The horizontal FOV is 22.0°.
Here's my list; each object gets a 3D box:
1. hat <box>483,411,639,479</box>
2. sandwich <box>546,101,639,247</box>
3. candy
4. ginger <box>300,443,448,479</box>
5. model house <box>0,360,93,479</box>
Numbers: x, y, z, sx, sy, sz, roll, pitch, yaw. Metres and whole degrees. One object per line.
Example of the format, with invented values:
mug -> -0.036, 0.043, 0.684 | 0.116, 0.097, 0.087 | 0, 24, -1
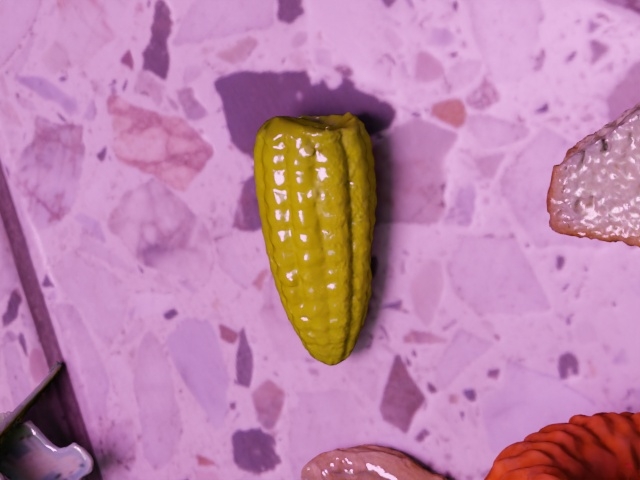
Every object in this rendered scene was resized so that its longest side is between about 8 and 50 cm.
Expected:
hat -> 0.241, 0.330, 1.189 | 0.285, 0.285, 0.400 | 17, 123, 22
sandwich -> 0.304, -0.086, 1.102 | 0.288, 0.099, 0.254 | 16, 125, 23
candy -> 0.000, 0.000, 1.299 | 0.097, 0.097, 0.209 | 3, 109, 26
ginger -> 0.068, 0.211, 1.336 | 0.173, 0.051, 0.069 | 30, 110, 23
model house -> -0.248, 0.335, 1.456 | 0.313, 0.242, 0.358 | 40, 115, -4
